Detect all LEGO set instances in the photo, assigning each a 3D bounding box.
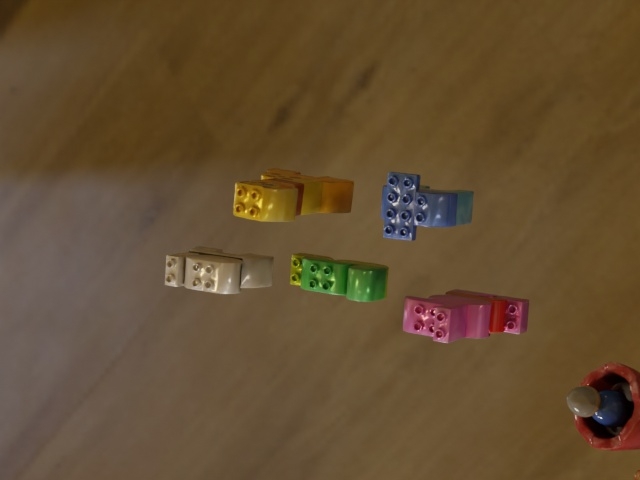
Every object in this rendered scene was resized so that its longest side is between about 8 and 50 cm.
[{"bbox_3d":[0.000,0.000,0.946,0.227,0.093,0.087,8,98,29],"label":"LEGO set"}]

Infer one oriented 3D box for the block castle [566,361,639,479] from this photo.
[{"bbox_3d":[0.280,0.374,1.526,0.303,0.213,0.453,40,108,54],"label":"block castle"}]
